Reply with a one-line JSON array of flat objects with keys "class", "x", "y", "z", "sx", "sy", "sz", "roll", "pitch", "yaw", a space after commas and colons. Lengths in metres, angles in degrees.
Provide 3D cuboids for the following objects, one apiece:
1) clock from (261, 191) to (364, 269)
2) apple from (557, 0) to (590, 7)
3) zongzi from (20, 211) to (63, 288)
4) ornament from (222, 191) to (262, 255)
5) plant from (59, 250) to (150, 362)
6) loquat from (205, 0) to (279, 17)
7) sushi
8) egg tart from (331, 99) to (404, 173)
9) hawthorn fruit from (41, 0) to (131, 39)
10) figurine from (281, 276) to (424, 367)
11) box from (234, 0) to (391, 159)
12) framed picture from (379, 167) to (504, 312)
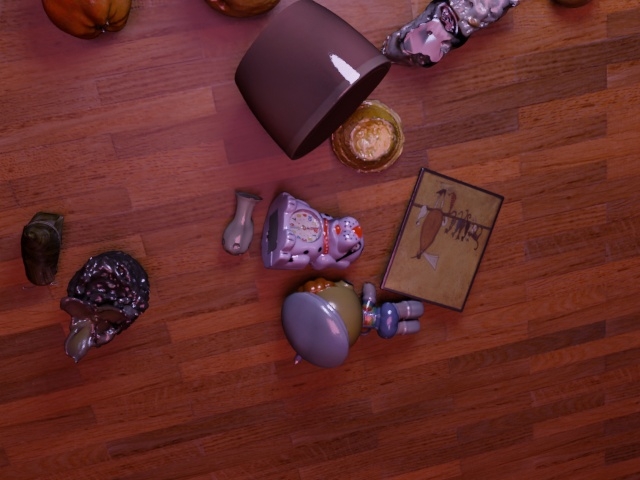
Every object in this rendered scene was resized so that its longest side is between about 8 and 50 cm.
[{"class": "clock", "x": -0.002, "y": -0.001, "z": 1.373, "sx": 0.254, "sy": 0.189, "sz": 0.188, "roll": 11, "pitch": 106, "yaw": -19}, {"class": "apple", "x": 0.596, "y": -0.611, "z": 1.297, "sx": 0.126, "sy": 0.102, "sz": 0.125, "roll": 10, "pitch": 74, "yaw": -37}, {"class": "zongzi", "x": -0.642, "y": 0.044, "z": 1.257, "sx": 0.084, "sy": 0.184, "sz": 0.187, "roll": 6, "pitch": 107, "yaw": -16}, {"class": "ornament", "x": -0.194, "y": -0.038, "z": 1.371, "sx": 0.075, "sy": 0.081, "sz": 0.156, "roll": 20, "pitch": 103, "yaw": 19}, {"class": "plant", "x": -0.501, "y": 0.131, "z": 1.293, "sx": 0.204, "sy": 0.234, "sz": 0.178, "roll": -39, "pitch": 105, "yaw": 10}, {"class": "loquat", "x": -0.163, "y": -0.567, "z": 1.137, "sx": 0.208, "sy": 0.208, "sz": 0.207, "roll": -3, "pitch": 108, "yaw": -9}, {"class": "sushi", "x": 0.295, "y": -0.499, "z": 1.271, "sx": 0.332, "sy": 0.130, "sz": 0.124, "roll": -36, "pitch": 110, "yaw": 4}, {"class": "egg tart", "x": 0.119, "y": -0.250, "z": 1.355, "sx": 0.191, "sy": 0.074, "sz": 0.191, "roll": -2, "pitch": 109, "yaw": -7}, {"class": "hawthorn fruit", "x": -0.474, "y": -0.504, "z": 1.116, "sx": 0.189, "sy": 0.189, "sz": 0.189, "roll": -3, "pitch": 108, "yaw": -9}, {"class": "figurine", "x": 0.095, "y": 0.196, "z": 1.434, "sx": 0.382, "sy": 0.205, "sz": 0.224, "roll": -13, "pitch": 116, "yaw": -14}, {"class": "box", "x": -0.027, "y": -0.344, "z": 1.185, "sx": 0.216, "sy": 0.301, "sz": 0.301, "roll": 45, "pitch": 96, "yaw": 2}, {"class": "framed picture", "x": 0.325, "y": 0.004, "z": 1.477, "sx": 0.256, "sy": 0.014, "sz": 0.338, "roll": 18, "pitch": 96, "yaw": -15}]
